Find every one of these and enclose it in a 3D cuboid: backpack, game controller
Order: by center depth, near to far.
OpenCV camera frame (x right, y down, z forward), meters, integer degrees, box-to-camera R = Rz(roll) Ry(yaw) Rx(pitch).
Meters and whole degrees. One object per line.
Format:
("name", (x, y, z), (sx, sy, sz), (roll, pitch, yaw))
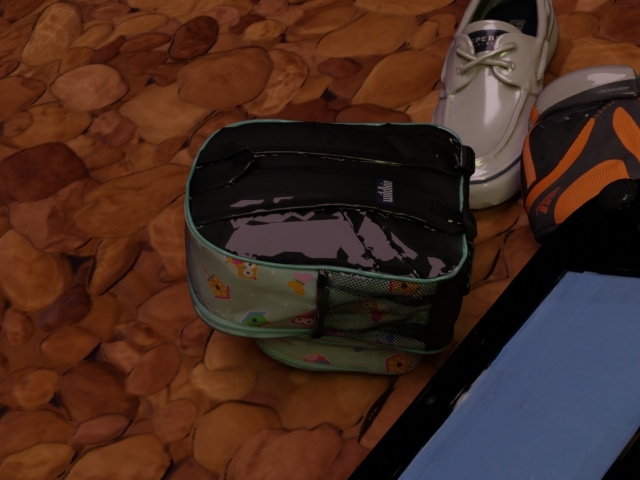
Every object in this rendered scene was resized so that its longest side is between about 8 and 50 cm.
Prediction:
("game controller", (0.096, 0.085, 0.550), (0.319, 0.067, 0.166), (-48, 18, -22))
("backpack", (0.000, 0.000, 0.896), (0.188, 0.144, 0.165), (9, 46, -4))

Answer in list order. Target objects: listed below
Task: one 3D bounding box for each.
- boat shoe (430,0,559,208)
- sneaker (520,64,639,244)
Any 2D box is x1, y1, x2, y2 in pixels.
("boat shoe", (0.132, -0.134, 1.046), (0.095, 0.084, 0.258), (-2, 44, 18))
("sneaker", (0.291, -0.040, 0.878), (0.321, 0.124, 0.180), (-11, 45, 24))
